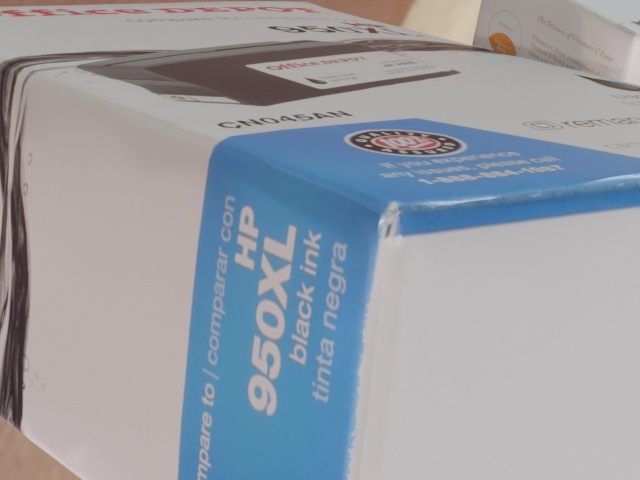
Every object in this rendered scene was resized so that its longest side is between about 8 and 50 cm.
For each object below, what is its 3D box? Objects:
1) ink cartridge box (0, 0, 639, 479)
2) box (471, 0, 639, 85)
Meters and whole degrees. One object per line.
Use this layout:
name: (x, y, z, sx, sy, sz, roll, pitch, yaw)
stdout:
ink cartridge box: (0.000, 0.000, 0.696, 0.285, 0.395, 0.166, -7, 110, -38)
box: (0.162, -0.078, 0.954, 0.091, 0.130, 0.170, -11, 125, -35)
